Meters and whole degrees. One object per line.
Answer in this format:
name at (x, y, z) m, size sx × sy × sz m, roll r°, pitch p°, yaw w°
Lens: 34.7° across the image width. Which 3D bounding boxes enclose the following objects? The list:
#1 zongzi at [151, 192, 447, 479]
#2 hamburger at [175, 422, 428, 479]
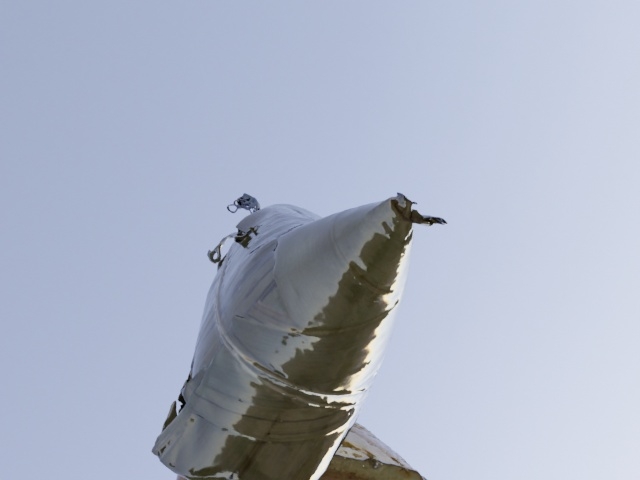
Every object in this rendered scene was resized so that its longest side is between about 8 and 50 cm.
zongzi at (0.000, 0.000, 1.040) m, size 0.181 × 0.418 × 0.447 m, roll 21°, pitch -144°, yaw -12°
hamburger at (-0.043, 0.294, 1.294) m, size 0.329 × 0.209 × 0.162 m, roll 7°, pitch -78°, yaw -19°
